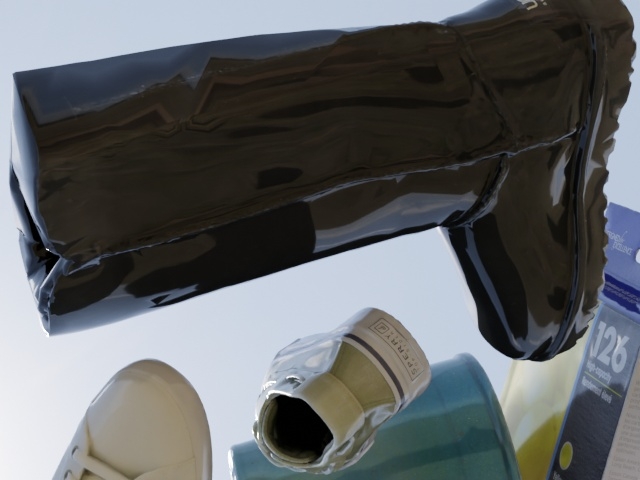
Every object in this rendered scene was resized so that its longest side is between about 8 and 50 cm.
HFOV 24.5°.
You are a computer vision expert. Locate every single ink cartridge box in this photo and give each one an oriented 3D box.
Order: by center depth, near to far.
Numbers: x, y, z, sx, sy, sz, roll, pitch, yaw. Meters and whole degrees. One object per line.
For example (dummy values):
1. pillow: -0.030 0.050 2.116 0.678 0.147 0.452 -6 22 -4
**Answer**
1. ink cartridge box: 0.270 0.122 1.456 0.072 0.303 0.307 12 -83 -11

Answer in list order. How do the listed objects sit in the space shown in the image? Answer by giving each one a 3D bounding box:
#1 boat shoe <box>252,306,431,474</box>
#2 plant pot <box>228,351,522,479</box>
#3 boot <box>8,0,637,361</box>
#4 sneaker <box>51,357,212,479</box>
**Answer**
1. boat shoe: -0.009 0.129 1.138 0.094 0.302 0.109 -34 -99 -23
2. plant pot: 0.047 0.265 1.443 0.255 0.271 0.271 -10 -85 -7
3. boot: 0.000 -0.002 1.104 0.445 0.146 0.367 -18 -50 -22
4. sneaker: -0.160 0.222 1.001 0.123 0.106 0.290 -21 -46 -66
